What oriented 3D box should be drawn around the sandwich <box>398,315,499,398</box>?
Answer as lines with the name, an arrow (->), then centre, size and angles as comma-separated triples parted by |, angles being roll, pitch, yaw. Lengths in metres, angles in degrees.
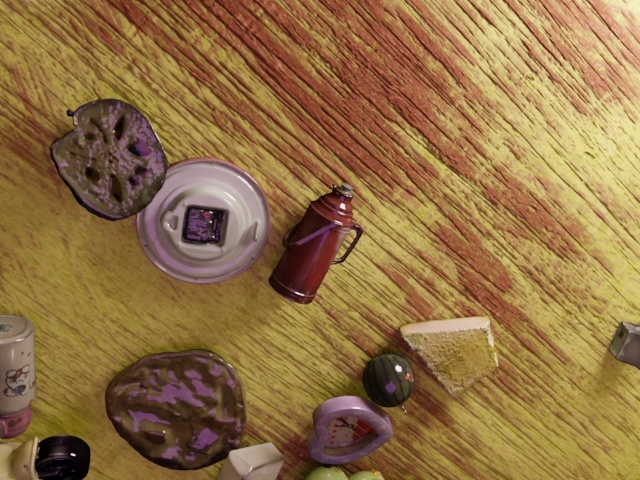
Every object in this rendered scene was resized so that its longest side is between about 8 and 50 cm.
sandwich -> 0.276, 0.205, 1.593 | 0.162, 0.058, 0.193 | -39, 111, 7

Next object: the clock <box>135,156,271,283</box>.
clock -> -0.210, -0.033, 1.422 | 0.245, 0.056, 0.244 | -3, 113, -6

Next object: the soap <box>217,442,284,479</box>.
soap -> -0.160, 0.515, 1.634 | 0.122, 0.064, 0.183 | 1, 119, -49

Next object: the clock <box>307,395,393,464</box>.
clock -> 0.063, 0.381, 1.621 | 0.172, 0.064, 0.198 | -1, 133, -11

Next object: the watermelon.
watermelon -> 0.142, 0.291, 1.576 | 0.105, 0.105, 0.133 | -24, 85, 3

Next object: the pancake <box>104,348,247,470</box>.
pancake -> -0.278, 0.338, 1.578 | 0.295, 0.049, 0.294 | -2, 112, -6

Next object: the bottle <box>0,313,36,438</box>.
bottle -> -0.589, 0.261, 1.469 | 0.110, 0.110, 0.233 | 4, 112, -9

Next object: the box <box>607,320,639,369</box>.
box -> 0.651, 0.217, 1.648 | 0.063, 0.060, 0.084 | 14, 112, -8

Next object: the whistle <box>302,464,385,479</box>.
whistle -> 0.076, 0.530, 1.686 | 0.294, 0.141, 0.141 | -10, 116, -25

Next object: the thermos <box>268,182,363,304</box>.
thermos -> 0.000, -0.001, 1.441 | 0.124, 0.099, 0.232 | 26, 108, -13

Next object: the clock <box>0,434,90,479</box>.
clock -> -0.615, 0.503, 1.530 | 0.277, 0.120, 0.378 | 10, 125, -20

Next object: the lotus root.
lotus root -> -0.351, -0.143, 1.342 | 0.183, 0.078, 0.203 | -21, 106, 6
